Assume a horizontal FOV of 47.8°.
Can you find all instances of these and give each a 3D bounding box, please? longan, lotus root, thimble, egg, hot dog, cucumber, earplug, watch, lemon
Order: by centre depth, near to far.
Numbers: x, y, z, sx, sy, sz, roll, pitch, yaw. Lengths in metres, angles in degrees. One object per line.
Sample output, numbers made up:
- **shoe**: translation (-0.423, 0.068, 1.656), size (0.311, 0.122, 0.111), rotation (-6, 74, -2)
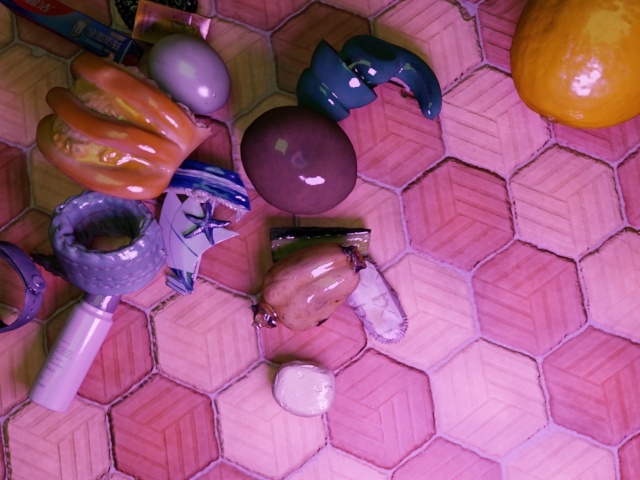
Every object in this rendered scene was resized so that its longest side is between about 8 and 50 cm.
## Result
- **lemon**: translation (0.535, -0.377, 1.398), size (0.348, 0.348, 0.347), rotation (0, 83, 4)
- **longan**: translation (-0.043, -0.161, 1.444), size (0.248, 0.248, 0.248), rotation (0, 83, 4)
- **lotus root**: translation (-0.022, 0.095, 1.460), size (0.257, 0.140, 0.154), rotation (-30, 98, 17)
- **thimble**: translation (-0.427, 0.001, 1.470), size (0.235, 0.143, 0.198), rotation (9, 53, 1)
- **hot dog**: translation (0.115, 0.128, 1.500), size (0.099, 0.053, 0.192), rotation (-32, 85, 1)
- **cucumber**: translation (0.000, 0.000, 1.520), size (0.212, 0.062, 0.078), rotation (-4, 128, -3)
- **watch**: translation (-0.681, 0.092, 1.524), size (0.193, 0.068, 0.206), rotation (-36, 79, 18)
- **earplug**: translation (0.087, -0.325, 1.525), size (0.280, 0.164, 0.257), rotation (-35, 119, 11)
- **egg**: translation (-0.276, -0.351, 1.530), size (0.192, 0.149, 0.149), rotation (43, 88, 0)

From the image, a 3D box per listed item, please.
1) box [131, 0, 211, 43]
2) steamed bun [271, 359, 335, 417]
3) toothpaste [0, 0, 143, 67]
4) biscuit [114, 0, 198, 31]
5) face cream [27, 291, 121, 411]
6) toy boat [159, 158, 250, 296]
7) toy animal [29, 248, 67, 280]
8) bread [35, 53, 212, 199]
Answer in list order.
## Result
- **box**: translation (-0.324, -0.462, 1.568), size (0.156, 0.022, 0.089), rotation (13, 113, -16)
- **steamed bun**: translation (-0.033, 0.301, 1.469), size (0.130, 0.091, 0.112), rotation (6, 86, 6)
- **toothpaste**: translation (-0.550, -0.475, 1.599), size (0.321, 0.076, 0.066), rotation (27, 89, 7)
- **biscuit**: translation (-0.364, -0.544, 1.606), size (0.195, 0.053, 0.194), rotation (0, 84, 3)
- **face cream**: translation (-0.499, 0.200, 1.509), size (0.092, 0.092, 0.311), rotation (26, 87, 6)
- **toy boat**: translation (-0.248, -0.034, 1.538), size (0.210, 0.070, 0.291), rotation (-9, 86, 7)
- **toy animal**: translation (-0.571, 0.052, 1.545), size (0.136, 0.065, 0.047), rotation (25, 84, 19)
- **bread**: translation (-0.412, -0.225, 1.420), size (0.316, 0.211, 0.270), rotation (33, 71, 20)
